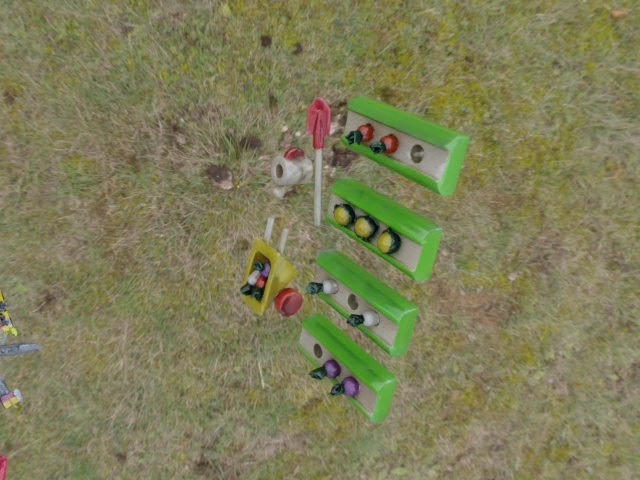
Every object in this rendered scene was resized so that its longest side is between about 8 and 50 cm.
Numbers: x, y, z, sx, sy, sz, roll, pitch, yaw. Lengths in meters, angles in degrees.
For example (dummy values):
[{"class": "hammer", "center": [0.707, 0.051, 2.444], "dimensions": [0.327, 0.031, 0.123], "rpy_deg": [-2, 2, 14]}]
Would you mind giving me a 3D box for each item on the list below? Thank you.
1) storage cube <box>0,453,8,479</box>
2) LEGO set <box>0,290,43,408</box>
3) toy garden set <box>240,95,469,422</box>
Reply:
[{"class": "storage cube", "center": [-0.280, 0.166, 0.216], "dimensions": [0.193, 0.215, 0.184], "rpy_deg": [13, 91, 13]}, {"class": "LEGO set", "center": [-0.452, 0.066, 0.531], "dimensions": [0.331, 0.192, 0.255], "rpy_deg": [-5, 71, -39]}, {"class": "toy garden set", "center": [0.000, 0.000, 0.491], "dimensions": [0.049, 0.203, 0.245], "rpy_deg": [-7, 119, -37]}]
